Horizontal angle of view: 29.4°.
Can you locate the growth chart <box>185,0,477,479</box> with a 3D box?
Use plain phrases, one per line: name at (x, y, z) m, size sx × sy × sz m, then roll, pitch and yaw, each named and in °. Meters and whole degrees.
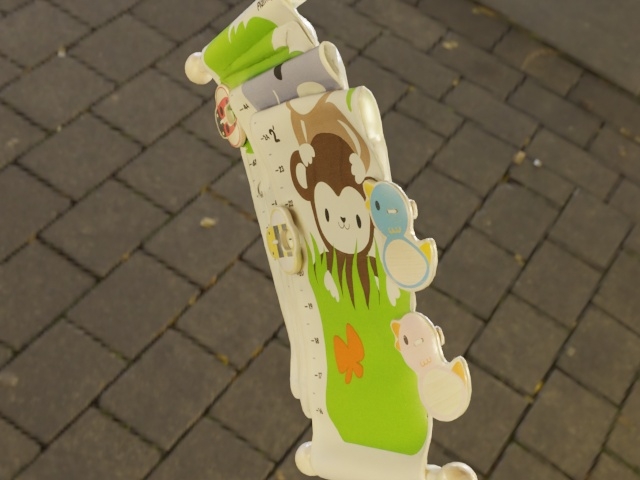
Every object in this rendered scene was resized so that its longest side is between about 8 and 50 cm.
growth chart at (0.000, 0.000, 0.529) m, size 0.021 × 0.172 × 0.237 m, roll -12°, pitch 81°, yaw -24°
